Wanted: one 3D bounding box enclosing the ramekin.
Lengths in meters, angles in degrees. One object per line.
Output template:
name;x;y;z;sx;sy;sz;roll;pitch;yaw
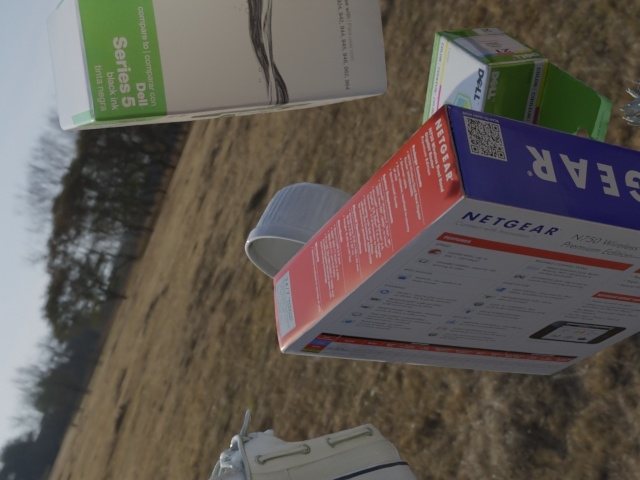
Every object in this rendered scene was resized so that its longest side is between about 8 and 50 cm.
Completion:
ramekin;0.000;0.000;1.292;0.109;0.207;0.207;-70;12;-22

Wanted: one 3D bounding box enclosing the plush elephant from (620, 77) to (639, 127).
plush elephant;0.488;-0.211;0.854;0.272;0.330;0.255;-103;25;-68

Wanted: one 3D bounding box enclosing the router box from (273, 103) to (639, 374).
router box;0.172;0.026;0.770;0.301;0.336;0.082;-44;44;50

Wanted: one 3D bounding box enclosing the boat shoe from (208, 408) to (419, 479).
boat shoe;-0.065;0.268;0.963;0.156;0.367;0.135;55;138;36

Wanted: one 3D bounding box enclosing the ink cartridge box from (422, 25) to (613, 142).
ink cartridge box;0.235;-0.140;1.081;0.255;0.097;0.188;-126;33;-51

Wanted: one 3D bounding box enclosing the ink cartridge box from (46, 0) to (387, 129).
ink cartridge box;-0.101;-0.174;0.805;0.198;0.273;0.114;-169;71;-66
